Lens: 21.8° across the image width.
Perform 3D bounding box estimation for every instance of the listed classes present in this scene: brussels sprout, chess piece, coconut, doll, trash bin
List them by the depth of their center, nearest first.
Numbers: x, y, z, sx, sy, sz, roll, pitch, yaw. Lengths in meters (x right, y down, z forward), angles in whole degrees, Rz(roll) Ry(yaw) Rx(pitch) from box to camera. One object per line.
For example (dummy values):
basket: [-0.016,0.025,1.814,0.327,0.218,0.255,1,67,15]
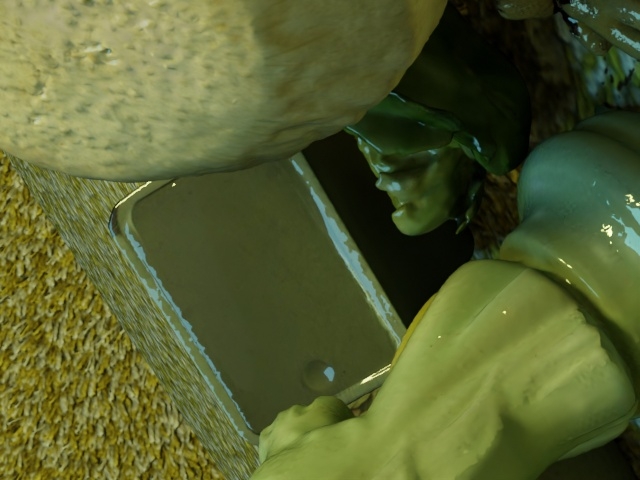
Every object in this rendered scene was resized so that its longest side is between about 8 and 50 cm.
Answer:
coconut: [-0.055,-0.191,0.755,0.329,0.329,0.329,51,163,22]
doll: [0.126,-0.119,0.782,0.093,0.051,0.061,17,146,20]
chess piece: [0.077,0.077,0.810,0.176,0.298,0.176,48,161,23]
brussels sprout: [0.050,-0.085,0.900,0.139,0.100,0.181,40,-147,-17]
trash bin: [0.000,0.000,1.018,0.164,0.122,0.240,59,-159,-2]

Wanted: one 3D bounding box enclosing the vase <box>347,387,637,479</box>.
vase: [0.045,0.222,1.168,0.241,0.302,0.329,58,165,-5]
